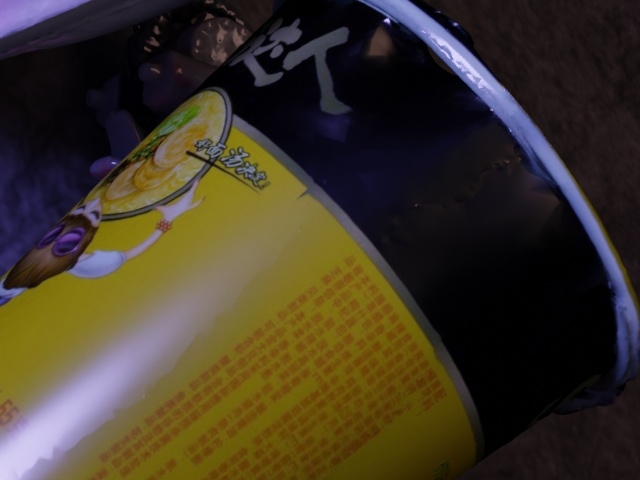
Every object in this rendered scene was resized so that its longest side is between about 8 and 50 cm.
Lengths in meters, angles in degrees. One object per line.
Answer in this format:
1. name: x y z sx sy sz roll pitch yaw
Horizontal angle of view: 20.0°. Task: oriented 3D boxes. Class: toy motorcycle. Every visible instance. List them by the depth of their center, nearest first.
1. toy motorcycle: 0.000 0.000 0.866 0.260 0.110 0.171 34 61 -26

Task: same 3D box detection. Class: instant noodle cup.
1. instant noodle cup: -0.028 0.044 0.700 0.236 0.215 0.215 -39 105 -14

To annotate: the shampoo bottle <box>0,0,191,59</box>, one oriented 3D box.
1. shampoo bottle: -0.114 -0.212 0.706 0.273 0.273 0.266 -38 108 -49
